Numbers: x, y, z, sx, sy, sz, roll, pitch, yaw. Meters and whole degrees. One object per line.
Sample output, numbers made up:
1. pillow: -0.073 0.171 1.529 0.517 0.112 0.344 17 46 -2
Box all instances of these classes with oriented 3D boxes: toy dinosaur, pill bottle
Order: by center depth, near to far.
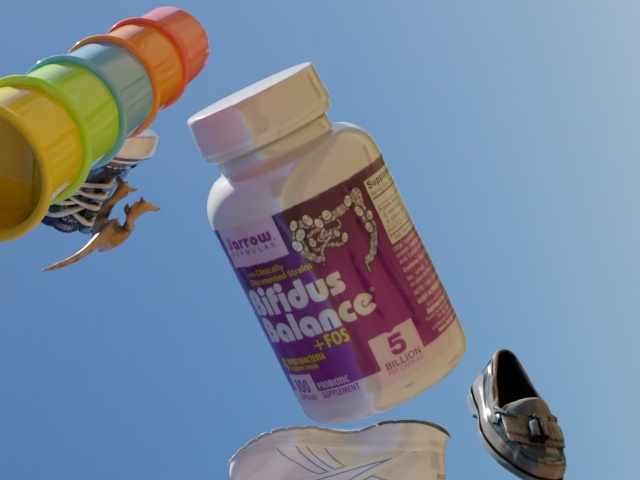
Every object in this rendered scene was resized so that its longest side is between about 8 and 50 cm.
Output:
1. pill bottle: 0.000 0.000 1.379 0.301 0.169 0.169 64 -157 -10
2. toy dinosaur: -0.243 -0.009 1.750 0.112 0.064 0.211 -54 2 7

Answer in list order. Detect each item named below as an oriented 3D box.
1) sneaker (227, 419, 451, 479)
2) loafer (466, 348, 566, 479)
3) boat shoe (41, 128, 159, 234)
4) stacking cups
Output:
1. sneaker: 0.021 0.303 1.966 0.111 0.297 0.129 42 -135 -66
2. loafer: 0.249 0.220 1.943 0.267 0.096 0.084 -120 45 -68
3. boat shoe: -0.281 -0.077 1.856 0.340 0.127 0.158 -141 68 -79
4. stacking cups: -0.170 -0.102 1.083 0.316 0.096 0.096 -56 -43 -62
